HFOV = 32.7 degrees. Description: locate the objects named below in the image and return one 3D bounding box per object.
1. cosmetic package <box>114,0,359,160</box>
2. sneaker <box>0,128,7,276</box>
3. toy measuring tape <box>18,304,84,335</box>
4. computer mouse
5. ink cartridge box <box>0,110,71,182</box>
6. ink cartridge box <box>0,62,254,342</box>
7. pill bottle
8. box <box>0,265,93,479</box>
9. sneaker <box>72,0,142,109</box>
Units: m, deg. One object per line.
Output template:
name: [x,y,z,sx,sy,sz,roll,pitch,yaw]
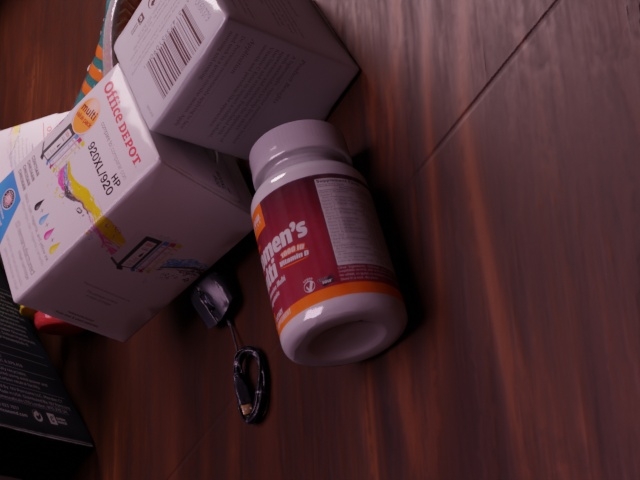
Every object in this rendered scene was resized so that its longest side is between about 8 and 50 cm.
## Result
cosmetic package: [-0.091,-0.194,1.163,0.151,0.183,0.151,-50,47,25]
sneaker: [-0.475,-0.055,1.653,0.115,0.105,0.281,-20,64,19]
toy measuring tape: [-0.296,0.046,1.381,0.330,0.121,0.121,-23,62,43]
computer mouse: [-0.111,0.096,1.211,0.071,0.041,0.242,-48,48,28]
ink cartridge box: [-0.407,-0.104,1.553,0.198,0.067,0.115,-15,65,13]
ink cartridge box: [-0.220,-0.038,1.211,0.232,0.168,0.171,-41,50,17]
pill bottle: [0.000,0.000,1.050,0.121,0.121,0.221,-40,52,35]
box: [-0.535,0.189,1.416,0.293,0.212,0.395,-40,62,8]
sneaker: [-0.270,-0.209,1.432,0.121,0.108,0.302,-3,78,44]
